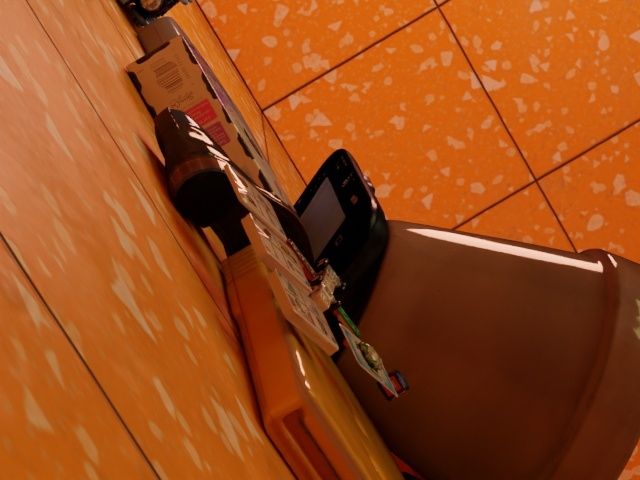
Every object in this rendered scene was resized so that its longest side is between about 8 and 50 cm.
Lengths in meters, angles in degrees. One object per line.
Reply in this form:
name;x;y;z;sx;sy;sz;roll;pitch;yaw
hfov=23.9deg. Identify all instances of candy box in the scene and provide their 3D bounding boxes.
candy box;-0.112;-0.103;1.600;0.196;0.070;0.165;59;3;9

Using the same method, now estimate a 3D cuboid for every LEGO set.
LEGO set;-0.009;0.060;1.325;0.244;0.060;0.182;43;16;-48

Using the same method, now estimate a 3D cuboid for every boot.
boot;-0.079;-0.041;1.414;0.219;0.082;0.106;48;11;-51

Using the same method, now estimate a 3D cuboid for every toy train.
toy train;-0.221;-0.324;1.917;0.105;0.080;0.184;50;7;-8

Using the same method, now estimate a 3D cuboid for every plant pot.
plant pot;0.152;0.121;1.557;0.280;0.323;0.323;24;10;-9

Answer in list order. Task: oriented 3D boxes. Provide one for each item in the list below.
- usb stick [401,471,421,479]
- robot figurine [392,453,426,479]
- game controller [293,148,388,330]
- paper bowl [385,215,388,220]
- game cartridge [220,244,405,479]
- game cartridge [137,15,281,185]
usb stick;0.134;0.350;1.511;0.077;0.045;0.278;53;7;-50
robot figurine;0.168;0.276;1.800;0.158;0.128;0.219;35;0;-32
game controller;0.000;0.000;1.602;0.067;0.166;0.319;23;12;-12
paper bowl;0.086;0.084;2.278;0.284;0.148;0.284;60;3;-5
game cartridge;0.014;0.172;1.301;0.285;0.053;0.323;58;1;-23
game cartridge;-0.135;-0.156;1.930;0.196;0.060;0.294;57;1;29
